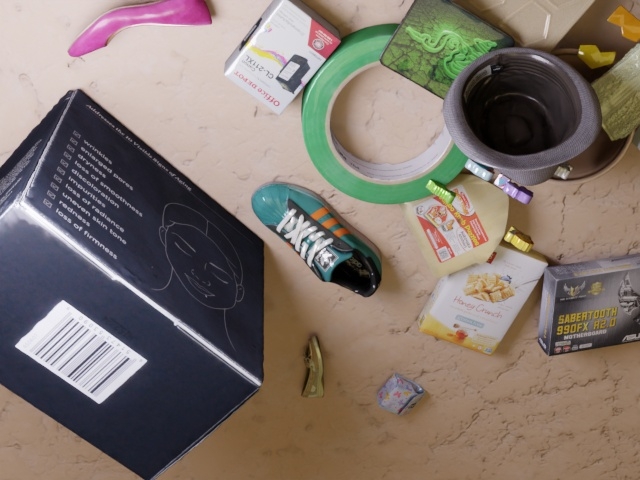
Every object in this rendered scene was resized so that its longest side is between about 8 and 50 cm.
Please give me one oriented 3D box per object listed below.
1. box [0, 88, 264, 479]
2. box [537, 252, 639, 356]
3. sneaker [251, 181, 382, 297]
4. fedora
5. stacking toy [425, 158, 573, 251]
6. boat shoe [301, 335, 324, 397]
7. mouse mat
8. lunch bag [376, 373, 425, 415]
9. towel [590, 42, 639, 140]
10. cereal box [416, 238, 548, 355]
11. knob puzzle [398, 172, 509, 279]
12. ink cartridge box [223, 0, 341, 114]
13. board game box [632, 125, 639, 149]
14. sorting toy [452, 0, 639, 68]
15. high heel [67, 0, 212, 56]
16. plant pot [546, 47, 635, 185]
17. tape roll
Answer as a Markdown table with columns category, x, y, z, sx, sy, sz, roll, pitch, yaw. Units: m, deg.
| category | x | y | z | sx | sy | sz | roll | pitch | yaw |
| --- | --- | --- | --- | --- | --- | --- | --- | --- | --- |
| box | -0.357 | 0.061 | 1.688 | 0.480 | 0.472 | 0.297 | 41 | 111 | -21 |
| box | 0.557 | 0.127 | 1.973 | 0.231 | 0.056 | 0.183 | -7 | 120 | -11 |
| sneaker | 0.000 | 0.000 | 1.868 | 0.302 | 0.121 | 0.108 | 33 | 112 | -18 |
| fedora | 0.328 | -0.186 | 1.621 | 0.243 | 0.275 | 0.124 | -21 | 145 | -3 |
| stacking toy | 0.312 | -0.105 | 1.733 | 0.221 | 0.052 | 0.167 | 32 | 115 | 13 |
| boat shoe | -0.020 | 0.265 | 2.051 | 0.048 | 0.056 | 0.153 | -5 | 126 | -5 |
| mouse mat | 0.215 | -0.322 | 1.677 | 0.189 | 0.007 | 0.152 | 27 | 114 | -14 |
| lunch bag | 0.173 | 0.332 | 2.096 | 0.083 | 0.053 | 0.071 | 27 | 116 | -26 |
| towel | 0.517 | -0.248 | 1.647 | 0.148 | 0.027 | 0.110 | -41 | 87 | 20 |
| cereal box | 0.322 | 0.105 | 1.979 | 0.173 | 0.047 | 0.240 | 19 | 116 | -13 |
| knob puzzle | 0.270 | -0.043 | 1.884 | 0.213 | 0.030 | 0.213 | 2 | 98 | 11 |
| ink cartridge box | -0.067 | -0.326 | 1.716 | 0.127 | 0.072 | 0.175 | 34 | 112 | -19 |
| board game box | 0.717 | -0.223 | 1.720 | 0.303 | 0.097 | 0.224 | 7 | 123 | -34 |
| sorting toy | 0.381 | -0.399 | 1.664 | 0.307 | 0.041 | 0.229 | 41 | 112 | 1 |
| high heel | -0.309 | -0.356 | 1.687 | 0.244 | 0.082 | 0.117 | -35 | 105 | 2 |
| plant pot | 0.438 | -0.221 | 1.751 | 0.237 | 0.110 | 0.237 | 4 | 102 | 18 |
| tape roll | 0.125 | -0.223 | 1.778 | 0.321 | 0.077 | 0.321 | -1 | 119 | -2 |
